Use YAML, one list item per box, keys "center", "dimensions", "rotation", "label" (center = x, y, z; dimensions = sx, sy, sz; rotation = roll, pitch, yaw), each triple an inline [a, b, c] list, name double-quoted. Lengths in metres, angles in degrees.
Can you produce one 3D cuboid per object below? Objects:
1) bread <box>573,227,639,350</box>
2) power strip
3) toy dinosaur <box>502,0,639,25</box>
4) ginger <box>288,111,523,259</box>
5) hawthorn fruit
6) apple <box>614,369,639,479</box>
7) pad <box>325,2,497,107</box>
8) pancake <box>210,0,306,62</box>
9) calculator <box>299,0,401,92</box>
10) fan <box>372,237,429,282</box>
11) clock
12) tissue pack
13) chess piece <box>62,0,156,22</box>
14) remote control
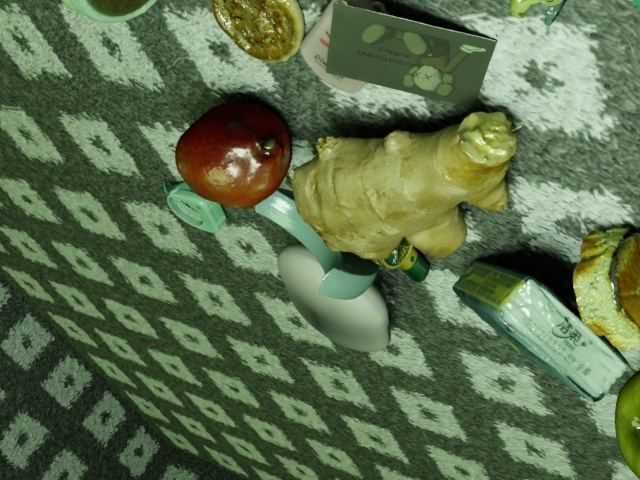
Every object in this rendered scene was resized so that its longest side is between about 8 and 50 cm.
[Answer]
- center: [0.380, 0.063, 1.142]
  dimensions: [0.140, 0.127, 0.069]
  rotation: [41, 150, -25]
  label: "bread"
- center: [0.000, 0.000, 1.436]
  dimensions: [0.168, 0.054, 0.253]
  rotation: [15, -153, -44]
  label: "power strip"
- center: [0.223, -0.294, 0.780]
  dimensions: [0.153, 0.094, 0.259]
  rotation: [17, 141, 24]
  label: "toy dinosaur"
- center: [0.124, -0.048, 1.212]
  dimensions: [0.376, 0.166, 0.236]
  rotation: [8, 129, 53]
  label: "ginger"
- center: [-0.121, -0.124, 1.352]
  dimensions: [0.169, 0.169, 0.188]
  rotation: [48, 162, -26]
  label: "hawthorn fruit"
- center: [0.507, 0.262, 1.277]
  dimensions: [0.157, 0.196, 0.196]
  rotation: [7, 157, -13]
  label: "apple"
- center: [0.102, -0.216, 1.076]
  dimensions: [0.190, 0.004, 0.127]
  rotation: [15, 152, 4]
  label: "pad"
- center: [-0.087, -0.295, 1.186]
  dimensions: [0.158, 0.028, 0.158]
  rotation: [27, 150, 17]
  label: "pancake"
- center: [0.038, -0.245, 1.123]
  dimensions: [0.100, 0.032, 0.175]
  rotation: [37, 153, -7]
  label: "calculator"
- center: [0.124, 0.019, 1.429]
  dimensions: [0.039, 0.082, 0.155]
  rotation: [14, 159, 43]
  label: "fan"
- center: [-0.248, -0.071, 1.733]
  dimensions: [0.135, 0.041, 0.101]
  rotation: [21, 151, 27]
  label: "clock"
- center: [0.298, 0.114, 1.274]
  dimensions: [0.185, 0.081, 0.257]
  rotation: [40, 180, -7]
  label: "tissue pack"
- center: [-0.338, -0.414, 1.169]
  dimensions: [0.298, 0.176, 0.175]
  rotation: [37, 157, 24]
  label: "chess piece"
- center: [0.026, 0.106, 1.621]
  dimensions: [0.221, 0.103, 0.332]
  rotation: [33, 163, 18]
  label: "remote control"
